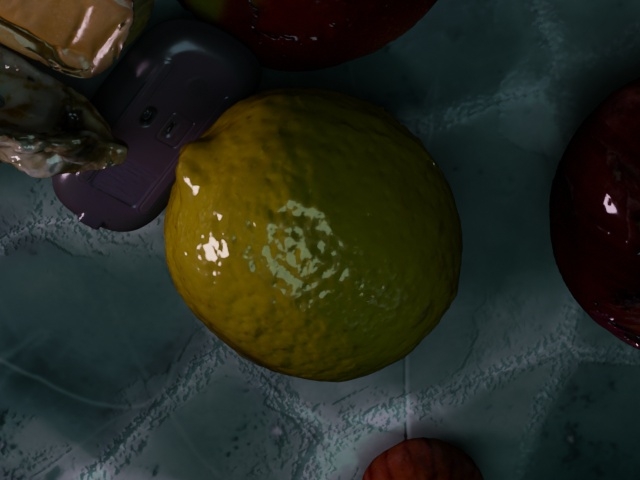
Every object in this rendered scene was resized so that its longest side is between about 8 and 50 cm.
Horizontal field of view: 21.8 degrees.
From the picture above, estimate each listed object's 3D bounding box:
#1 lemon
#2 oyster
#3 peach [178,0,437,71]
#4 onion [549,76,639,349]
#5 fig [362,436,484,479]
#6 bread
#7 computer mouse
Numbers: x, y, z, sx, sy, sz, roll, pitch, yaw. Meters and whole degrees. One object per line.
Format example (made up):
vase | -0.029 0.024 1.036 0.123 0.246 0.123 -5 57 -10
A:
lemon | 0.000 0.000 1.472 0.253 0.253 0.310 -44 124 16
oyster | -0.335 -0.131 1.461 0.341 0.166 0.110 17 146 -9
peach | 0.002 -0.236 1.463 0.279 0.068 0.189 -7 116 2
onion | 0.331 -0.029 1.473 0.276 0.276 0.276 -1 114 -1
fig | 0.114 0.266 1.661 0.128 0.150 0.128 -22 130 -30
bread | -0.236 -0.233 1.436 0.190 0.114 0.132 33 119 -6
computer mouse | -0.151 -0.106 1.518 0.120 0.057 0.232 28 117 -24
